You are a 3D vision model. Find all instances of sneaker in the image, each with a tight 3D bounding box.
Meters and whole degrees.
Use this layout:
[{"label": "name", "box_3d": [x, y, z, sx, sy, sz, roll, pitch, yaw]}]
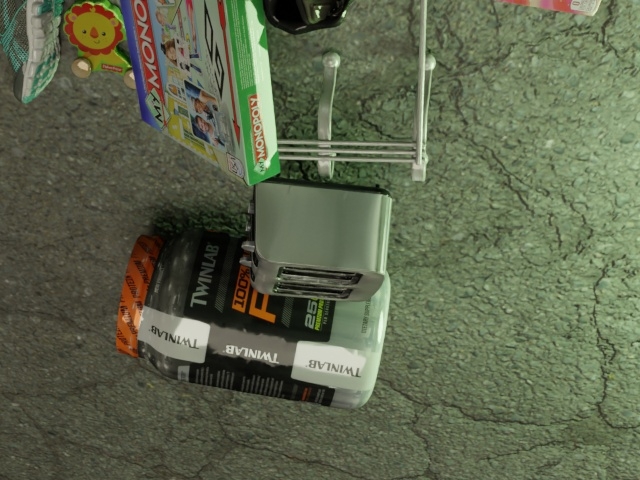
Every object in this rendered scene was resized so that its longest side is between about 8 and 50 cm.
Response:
[{"label": "sneaker", "box_3d": [0.038, -0.265, 0.880, 0.227, 0.130, 0.087, -30, 113, 19]}, {"label": "sneaker", "box_3d": [-0.345, -0.236, 1.103, 0.076, 0.065, 0.166, 26, 130, 5]}]

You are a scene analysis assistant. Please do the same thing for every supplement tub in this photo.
[{"label": "supplement tub", "box_3d": [-0.089, 0.101, 1.279, 0.338, 0.207, 0.207, 10, 134, -3]}]

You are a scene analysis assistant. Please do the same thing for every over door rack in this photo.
[{"label": "over door rack", "box_3d": [0.007, -0.225, 1.040, 0.240, 0.108, 0.324, 2, 119, 6]}]

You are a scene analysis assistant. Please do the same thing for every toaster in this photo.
[{"label": "toaster", "box_3d": [0.000, 0.000, 1.129, 0.186, 0.110, 0.168, 5, 165, -6]}]

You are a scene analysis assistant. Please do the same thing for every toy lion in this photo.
[{"label": "toy lion", "box_3d": [-0.248, -0.232, 1.107, 0.100, 0.034, 0.096, 12, 126, -4]}]

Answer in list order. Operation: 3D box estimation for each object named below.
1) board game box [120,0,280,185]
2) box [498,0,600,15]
[{"label": "board game box", "box_3d": [-0.133, -0.233, 0.955, 0.213, 0.046, 0.317, 32, 138, 41]}, {"label": "box", "box_3d": [0.224, -0.351, 0.862, 0.123, 0.128, 0.256, 9, 135, -1]}]
